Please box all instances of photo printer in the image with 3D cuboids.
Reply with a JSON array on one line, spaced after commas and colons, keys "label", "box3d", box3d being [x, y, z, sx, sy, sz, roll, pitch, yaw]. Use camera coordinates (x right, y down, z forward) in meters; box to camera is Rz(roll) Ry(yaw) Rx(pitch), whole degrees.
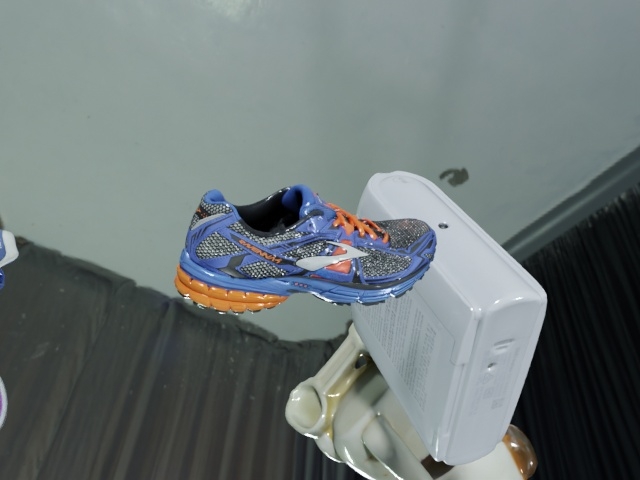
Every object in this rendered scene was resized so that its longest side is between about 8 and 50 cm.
[{"label": "photo printer", "box3d": [0.127, 0.075, 0.752, 0.107, 0.307, 0.256, -10, 125, -18]}]

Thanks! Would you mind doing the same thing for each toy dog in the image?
[{"label": "toy dog", "box3d": [0.205, 0.352, 1.114, 0.408, 0.285, 0.395, 38, 173, -19]}]

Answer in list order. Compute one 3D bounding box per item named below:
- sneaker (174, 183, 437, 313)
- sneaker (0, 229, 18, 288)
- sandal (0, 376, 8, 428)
[{"label": "sneaker", "box3d": [0.000, 0.000, 0.473, 0.221, 0.083, 0.087, -5, 116, -27]}, {"label": "sneaker", "box3d": [-0.558, 0.084, 0.924, 0.131, 0.112, 0.296, 6, 142, -46]}, {"label": "sandal", "box3d": [-0.471, 0.076, 0.528, 0.416, 0.169, 0.102, 45, 151, -21]}]
